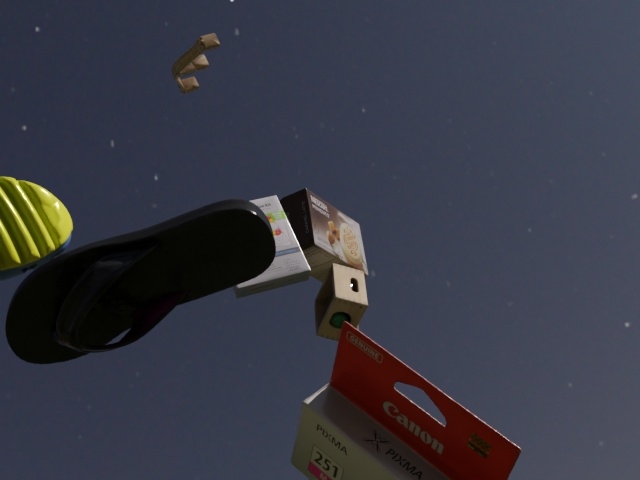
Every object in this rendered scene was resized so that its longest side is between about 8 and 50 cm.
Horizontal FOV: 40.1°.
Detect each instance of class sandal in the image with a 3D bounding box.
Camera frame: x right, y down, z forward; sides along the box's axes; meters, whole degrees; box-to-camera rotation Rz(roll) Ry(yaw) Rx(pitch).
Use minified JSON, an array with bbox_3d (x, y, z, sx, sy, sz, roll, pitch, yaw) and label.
[{"bbox_3d":[-0.278,0.072,1.288,0.445,0.107,0.167,-25,-59,9],"label":"sandal"},{"bbox_3d":[-0.452,0.016,1.031,0.317,0.126,0.138,-15,-17,-24],"label":"sandal"}]

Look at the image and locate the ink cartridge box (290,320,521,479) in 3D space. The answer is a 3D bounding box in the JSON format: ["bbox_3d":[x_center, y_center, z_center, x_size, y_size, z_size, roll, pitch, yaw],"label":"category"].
[{"bbox_3d":[0.092,0.269,1.085,0.060,0.275,0.239,-30,-37,-39],"label":"ink cartridge box"}]

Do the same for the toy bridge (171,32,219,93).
[{"bbox_3d":[-0.233,-0.313,1.571,0.063,0.026,0.188,-22,-8,-25],"label":"toy bridge"}]

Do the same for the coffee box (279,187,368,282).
[{"bbox_3d":[0.000,0.000,1.960,0.098,0.141,0.246,-22,-29,24],"label":"coffee box"}]

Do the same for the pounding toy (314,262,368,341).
[{"bbox_3d":[0.051,0.149,1.793,0.100,0.141,0.130,15,-56,-14],"label":"pounding toy"}]

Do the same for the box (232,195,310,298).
[{"bbox_3d":[-0.119,0.009,1.647,0.145,0.186,0.038,-13,-34,-19],"label":"box"}]
